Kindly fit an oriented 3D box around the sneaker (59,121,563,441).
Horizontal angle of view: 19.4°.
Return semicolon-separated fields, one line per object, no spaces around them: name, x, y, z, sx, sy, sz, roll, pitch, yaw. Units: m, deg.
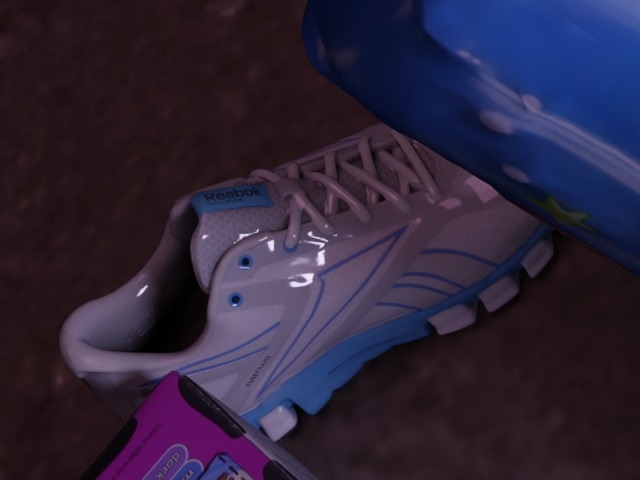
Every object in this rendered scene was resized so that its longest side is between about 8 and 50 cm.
sneaker;0.000;0.000;0.586;0.190;0.083;0.071;-39;48;8

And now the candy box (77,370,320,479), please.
candy box;-0.009;0.164;0.503;0.159;0.071;0.233;-50;48;-1

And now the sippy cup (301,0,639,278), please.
sippy cup;0.126;-0.069;0.385;0.305;0.224;0.240;-108;42;-69
